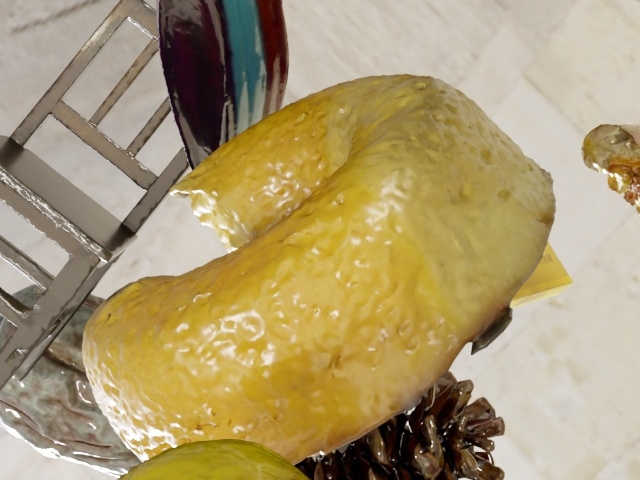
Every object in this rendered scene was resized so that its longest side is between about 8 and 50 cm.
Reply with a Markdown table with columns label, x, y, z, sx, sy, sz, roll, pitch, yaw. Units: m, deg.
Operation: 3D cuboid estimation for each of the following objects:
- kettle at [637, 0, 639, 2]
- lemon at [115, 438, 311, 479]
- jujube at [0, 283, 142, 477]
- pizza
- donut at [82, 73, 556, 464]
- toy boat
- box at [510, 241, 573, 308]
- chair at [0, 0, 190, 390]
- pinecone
| label | x | y | z | sx | sy | sz | roll | pitch | yaw |
| --- | --- | --- | --- | --- | --- | --- | --- | --- | --- |
| kettle | 0.225 | -0.282 | 0.851 | 0.250 | 0.361 | 0.377 | -53 | -150 | 5 |
| lemon | -0.071 | 0.215 | 0.838 | 0.193 | 0.181 | 0.180 | -67 | 166 | 1 |
| jujube | -0.265 | 0.179 | 1.706 | 0.226 | 0.317 | 0.226 | -161 | -90 | -84 |
| pizza | 0.410 | -0.009 | 1.413 | 0.086 | 0.335 | 0.226 | -52 | -159 | 34 |
| donut | 0.000 | 0.000 | 1.133 | 0.378 | 0.163 | 0.435 | -29 | -161 | 28 |
| toy boat | -0.098 | -0.170 | 1.284 | 0.079 | 0.136 | 0.392 | -59 | 164 | -29 |
| box | 0.188 | -0.041 | 1.683 | 0.152 | 0.269 | 0.043 | -13 | 158 | -46 |
| chair | -0.273 | -0.052 | 1.415 | 0.416 | 0.203 | 0.240 | -52 | 179 | 4 |
| pinecone | 0.067 | 0.253 | 1.582 | 0.309 | 0.244 | 0.244 | -29 | 172 | 18 |
